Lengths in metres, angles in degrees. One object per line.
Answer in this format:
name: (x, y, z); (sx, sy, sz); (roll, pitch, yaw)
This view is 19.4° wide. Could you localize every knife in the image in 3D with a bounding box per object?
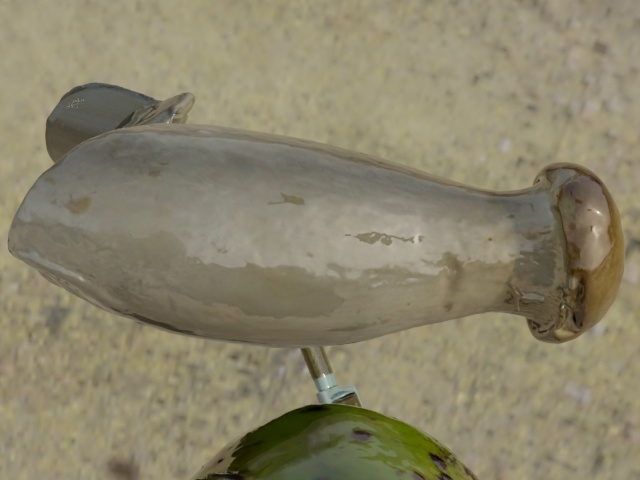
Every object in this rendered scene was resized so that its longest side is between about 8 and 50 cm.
knife: (0.023, 0.157, 1.819); (0.061, 0.027, 0.343); (-11, 78, -59)

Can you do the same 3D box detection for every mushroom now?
mushroom: (0.000, 0.000, 1.069); (0.350, 0.128, 0.128); (2, 45, -6)

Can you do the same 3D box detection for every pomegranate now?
pomegranate: (0.009, 0.187, 0.934); (0.198, 0.246, 0.198); (-4, 74, 13)

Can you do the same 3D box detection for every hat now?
hat: (-0.185, -0.063, 1.632); (0.175, 0.147, 0.085); (18, 29, 32)
